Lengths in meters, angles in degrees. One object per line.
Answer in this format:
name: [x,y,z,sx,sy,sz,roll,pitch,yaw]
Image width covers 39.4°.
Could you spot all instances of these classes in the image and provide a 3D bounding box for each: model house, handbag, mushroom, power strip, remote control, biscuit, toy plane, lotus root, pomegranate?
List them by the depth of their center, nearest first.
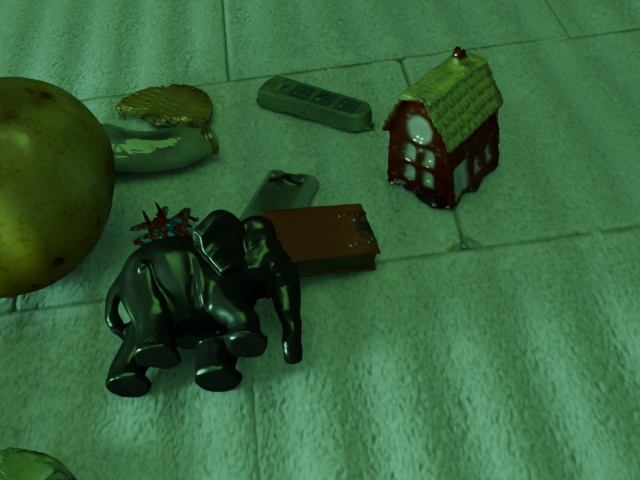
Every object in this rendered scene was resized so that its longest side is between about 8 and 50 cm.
lotus root: [-0.444,0.345,1.257,0.144,0.070,0.143,18,47,25]
pomegranate: [-0.564,-0.108,1.544,0.417,0.416,0.416,-4,42,3]
handbag: [0.000,0.000,1.565,0.190,0.062,0.127,-6,48,-16]
toy plane: [-0.261,-0.005,1.629,0.130,0.061,0.189,-35,54,-29]
remote control: [-0.104,-0.036,1.646,0.109,0.055,0.313,10,44,17]
model house: [0.228,-0.222,1.666,0.160,0.253,0.196,25,50,35]
mushroom: [-0.381,-0.184,1.820,0.352,0.097,0.109,-2,45,-1]
power strip: [-0.010,-0.293,1.926,0.286,0.048,0.080,22,50,26]
biscuit: [-0.332,-0.300,1.981,0.224,0.033,0.144,12,43,19]

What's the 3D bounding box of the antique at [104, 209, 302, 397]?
antique: [-0.187,0.093,1.402,0.322,0.185,0.255,-6,50,7]
